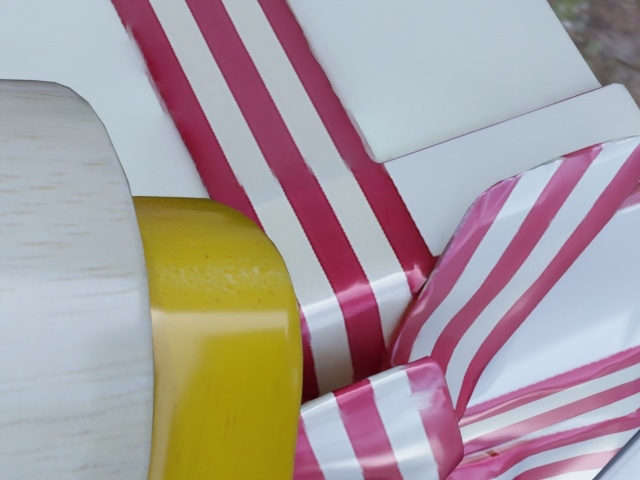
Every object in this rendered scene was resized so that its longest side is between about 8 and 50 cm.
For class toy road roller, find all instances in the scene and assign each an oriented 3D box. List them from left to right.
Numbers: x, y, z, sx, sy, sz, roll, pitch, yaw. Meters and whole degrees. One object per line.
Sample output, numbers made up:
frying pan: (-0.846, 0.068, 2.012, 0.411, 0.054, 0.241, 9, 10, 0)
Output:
toy road roller: (-0.151, 0.113, 0.458, 0.202, 0.240, 0.330, 0, 105, -27)

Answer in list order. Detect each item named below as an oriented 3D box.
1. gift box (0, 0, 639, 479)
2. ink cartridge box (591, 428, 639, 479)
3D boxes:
gift box: (0.000, 0.000, 0.738, 0.276, 0.258, 0.255, -21, 146, -6)
ink cartridge box: (0.098, 0.091, 0.329, 0.148, 0.086, 0.203, 45, 113, 11)
